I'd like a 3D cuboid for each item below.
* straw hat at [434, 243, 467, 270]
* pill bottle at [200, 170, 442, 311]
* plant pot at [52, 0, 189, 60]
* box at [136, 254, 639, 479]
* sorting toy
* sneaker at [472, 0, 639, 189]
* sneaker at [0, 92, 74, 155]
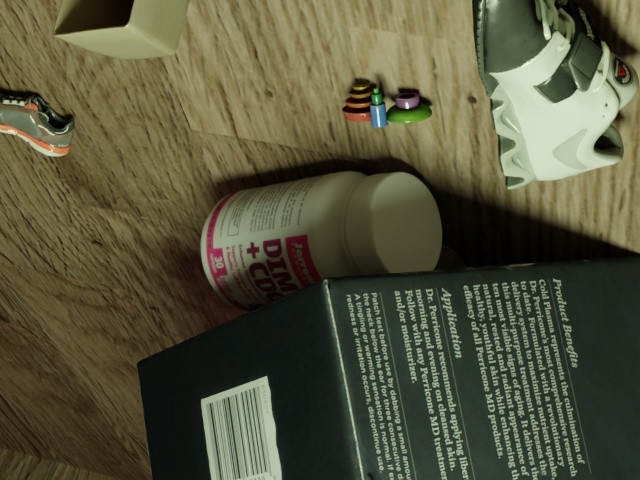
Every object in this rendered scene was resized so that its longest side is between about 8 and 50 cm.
[{"bbox_3d":[0.117,0.049,1.827,0.144,0.061,0.144,16,151,9],"label":"straw hat"},{"bbox_3d":[0.000,0.000,1.713,0.283,0.160,0.160,-9,140,43],"label":"pill bottle"},{"bbox_3d":[-0.202,-0.247,1.476,0.109,0.109,0.096,-1,158,35],"label":"plant pot"},{"bbox_3d":[0.099,0.221,1.687,0.472,0.297,0.480,-1,166,-33],"label":"box"},{"bbox_3d":[0.070,-0.153,1.520,0.102,0.061,0.042,1,113,20],"label":"sorting toy"},{"bbox_3d":[0.224,-0.177,1.316,0.146,0.122,0.330,-5,147,15],"label":"sneaker"},{"bbox_3d":[-0.389,-0.172,1.802,0.158,0.061,0.065,26,125,-11],"label":"sneaker"}]
